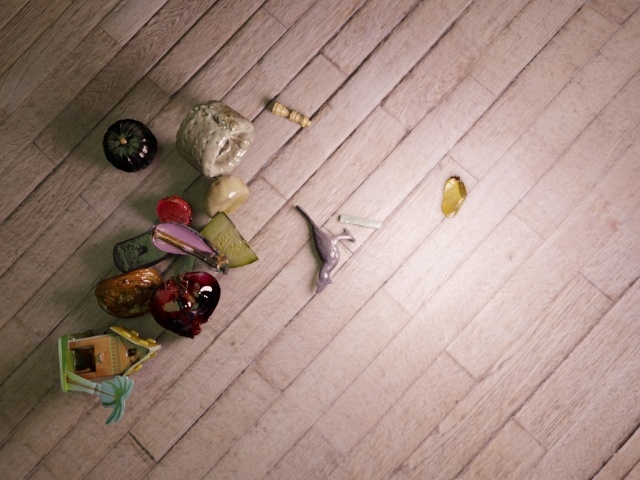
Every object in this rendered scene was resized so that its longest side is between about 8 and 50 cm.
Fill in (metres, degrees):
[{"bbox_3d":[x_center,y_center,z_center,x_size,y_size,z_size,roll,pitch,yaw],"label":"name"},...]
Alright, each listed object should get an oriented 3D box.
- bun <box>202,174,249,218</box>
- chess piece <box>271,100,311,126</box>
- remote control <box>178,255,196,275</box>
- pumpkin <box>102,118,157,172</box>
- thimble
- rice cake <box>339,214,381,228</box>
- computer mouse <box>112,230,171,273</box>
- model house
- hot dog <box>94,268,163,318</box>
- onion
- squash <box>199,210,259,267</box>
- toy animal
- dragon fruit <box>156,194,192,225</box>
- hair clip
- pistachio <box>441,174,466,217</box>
[{"bbox_3d":[-0.389,-0.179,1.881,0.193,0.178,0.128,-43,81,14],"label":"bun"},{"bbox_3d":[-0.116,-0.519,1.957,0.171,0.060,0.060,26,86,5],"label":"chess piece"},{"bbox_3d":[-0.550,0.121,1.935,0.049,0.027,0.184,18,90,4],"label":"remote control"},{"bbox_3d":[-0.787,-0.392,1.950,0.220,0.162,0.221,0,87,1],"label":"pumpkin"},{"bbox_3d":[-0.413,-0.402,1.849,0.195,0.291,0.292,35,87,9],"label":"thimble"},{"bbox_3d":[0.160,-0.074,1.889,0.170,0.029,0.033,12,88,6],"label":"rice cake"},{"bbox_3d":[-0.707,0.039,1.925,0.269,0.086,0.138,-22,86,-1],"label":"computer mouse"},{"bbox_3d":[-0.768,0.494,1.794,0.323,0.300,0.341,-9,83,-5],"label":"model house"},{"bbox_3d":[-0.772,0.212,1.885,0.271,0.122,0.196,-14,120,0],"label":"hot dog"},{"bbox_3d":[-0.515,0.232,1.826,0.280,0.221,0.281,-5,105,-18],"label":"onion"},{"bbox_3d":[-0.384,0.031,1.868,0.154,0.204,0.237,-34,91,-19],"label":"squash"},{"bbox_3d":[0.038,0.007,1.865,0.205,0.081,0.368,-14,78,2],"label":"toy animal"},{"bbox_3d":[-0.581,-0.134,1.937,0.152,0.153,0.111,12,44,7],"label":"dragon fruit"},{"bbox_3d":[-0.515,0.023,1.853,0.358,0.096,0.110,27,129,10],"label":"hair clip"},{"bbox_3d":[0.531,-0.169,1.856,0.089,0.049,0.173,7,85,31],"label":"pistachio"}]
